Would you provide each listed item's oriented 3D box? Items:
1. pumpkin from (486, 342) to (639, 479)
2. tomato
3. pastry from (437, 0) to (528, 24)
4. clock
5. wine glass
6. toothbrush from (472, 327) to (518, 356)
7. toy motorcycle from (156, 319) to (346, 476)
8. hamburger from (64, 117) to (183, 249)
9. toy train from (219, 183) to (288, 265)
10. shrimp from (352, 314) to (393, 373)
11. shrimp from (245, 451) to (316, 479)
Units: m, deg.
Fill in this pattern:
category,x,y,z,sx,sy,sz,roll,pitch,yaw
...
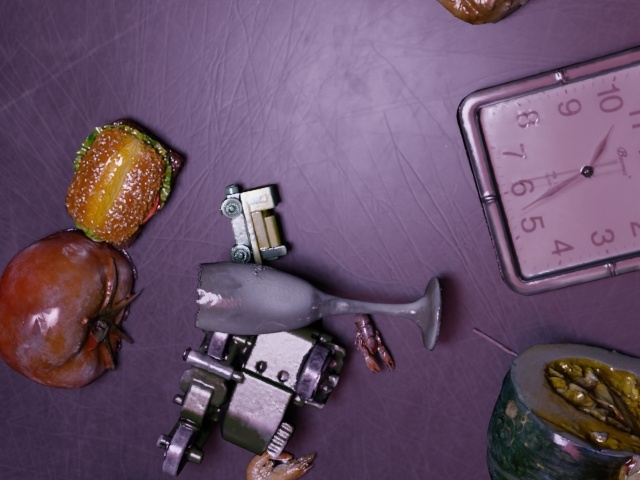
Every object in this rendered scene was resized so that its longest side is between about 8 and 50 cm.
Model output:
category,x,y,z,sx,sy,sz,roll,pitch,yaw
pumpkin,0.343,0.278,1.619,0.293,0.263,0.196,14,114,-4
tomato,-0.357,0.101,1.778,0.181,0.155,0.214,14,104,12
pastry,0.200,-0.342,1.624,0.153,0.081,0.153,4,102,21
clock,0.333,-0.086,1.659,0.279,0.049,0.273,-14,98,13
wine glass,0.000,0.000,1.707,0.310,0.096,0.264,5,78,-5
toothbrush,0.242,0.143,1.740,0.097,0.006,0.008,33,108,4
toy motorcycle,-0.094,0.205,1.764,0.205,0.127,0.275,23,97,5
hamburger,-0.275,-0.074,1.760,0.137,0.087,0.166,35,105,4
toy train,-0.089,-0.019,1.756,0.081,0.050,0.122,-14,98,3
shrimp,0.065,0.141,1.759,0.092,0.038,0.029,58,147,-3
shrimp,-0.059,0.311,1.822,0.108,0.023,0.059,-34,84,14
